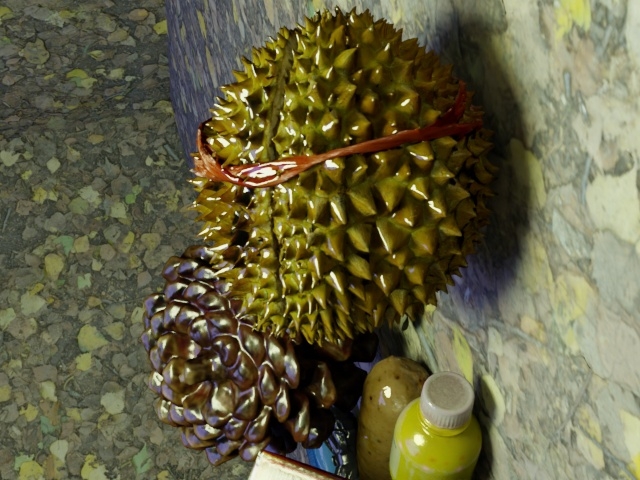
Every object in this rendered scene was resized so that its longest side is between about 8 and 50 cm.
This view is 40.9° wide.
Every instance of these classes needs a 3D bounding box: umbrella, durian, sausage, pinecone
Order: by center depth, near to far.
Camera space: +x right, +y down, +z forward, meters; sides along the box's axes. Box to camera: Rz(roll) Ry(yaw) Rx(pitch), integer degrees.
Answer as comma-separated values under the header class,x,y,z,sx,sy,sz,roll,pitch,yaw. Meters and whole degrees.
class,x,y,z,sx,sy,sz,roll,pitch,yaw
durian,0.023,-0.069,0.954,0.384,0.347,0.347,91,160,-48
pinecone,-0.083,0.171,1.430,0.398,0.398,0.398,166,90,-76
sausage,0.131,0.396,1.437,0.136,0.123,0.501,18,128,34
umbrella,0.057,0.439,1.844,0.118,0.118,0.340,119,141,-70

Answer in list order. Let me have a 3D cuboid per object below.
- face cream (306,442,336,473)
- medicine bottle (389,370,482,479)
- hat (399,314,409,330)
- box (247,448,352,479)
class,x,y,z,sx,sy,sz,roll,pitch,yaw
face cream,0.014,0.538,2.104,0.149,0.083,0.264,172,84,-77
medicine bottle,0.162,0.266,1.178,0.212,0.122,0.122,93,159,-47
hat,0.075,0.050,1.335,0.166,0.144,0.173,95,179,-58
box,0.067,0.401,1.238,0.089,0.313,0.197,-68,-25,-15
